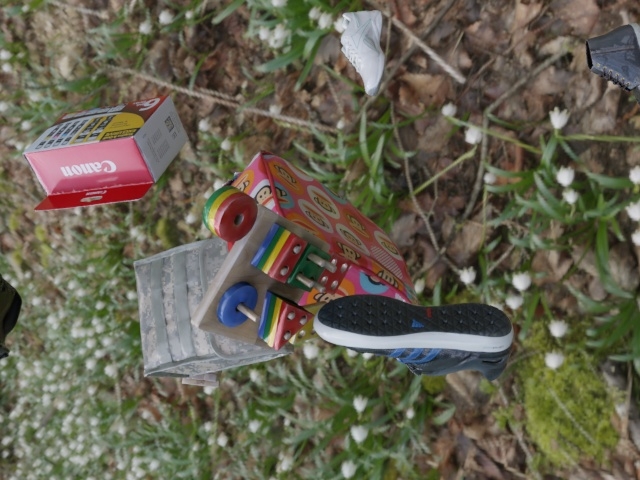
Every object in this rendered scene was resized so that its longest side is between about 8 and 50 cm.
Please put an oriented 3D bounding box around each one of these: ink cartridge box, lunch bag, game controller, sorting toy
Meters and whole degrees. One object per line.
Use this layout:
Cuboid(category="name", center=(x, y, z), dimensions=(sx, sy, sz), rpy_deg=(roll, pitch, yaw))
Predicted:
Cuboid(category="ink cartridge box", center=(-0.510, -0.203, 1.694), dimensions=(0.309, 0.272, 0.130), rpy_deg=(-6, 126, 20))
Cuboid(category="lunch bag", center=(0.000, 0.000, 1.029), dimensions=(0.293, 0.258, 0.120), rpy_deg=(33, 114, -32))
Cuboid(category="game controller", center=(-0.585, 0.122, 1.220), dimensions=(0.067, 0.167, 0.319), rpy_deg=(6, 160, -3))
Cuboid(category="lunch bag", center=(-0.191, 0.122, 1.367), dimensions=(0.287, 0.235, 0.169), rpy_deg=(-16, 162, 23))
Cuboid(category="sorting toy", center=(-0.040, 0.051, 0.735), dimensions=(0.046, 0.132, 0.274), rpy_deg=(30, 180, 33))

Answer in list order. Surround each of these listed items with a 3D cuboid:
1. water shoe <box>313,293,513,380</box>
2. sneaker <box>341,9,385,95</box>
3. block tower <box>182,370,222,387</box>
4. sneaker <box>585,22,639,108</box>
Cuboid(category="water shoe", center=(0.092, 0.108, 0.743), dimensions=(0.203, 0.073, 0.080), rpy_deg=(3, 124, 11))
Cuboid(category="sneaker", center=(0.059, -0.268, 1.040), dimensions=(0.061, 0.152, 0.054), rpy_deg=(2, 149, -8))
Cuboid(category="block tower", center=(-0.260, 0.175, 1.718), dimensions=(0.090, 0.336, 0.097), rpy_deg=(7, 171, 1))
Cuboid(category="sneaker", center=(0.659, -0.352, 1.587), dimensions=(0.118, 0.083, 0.222), rpy_deg=(-17, 85, 8))
